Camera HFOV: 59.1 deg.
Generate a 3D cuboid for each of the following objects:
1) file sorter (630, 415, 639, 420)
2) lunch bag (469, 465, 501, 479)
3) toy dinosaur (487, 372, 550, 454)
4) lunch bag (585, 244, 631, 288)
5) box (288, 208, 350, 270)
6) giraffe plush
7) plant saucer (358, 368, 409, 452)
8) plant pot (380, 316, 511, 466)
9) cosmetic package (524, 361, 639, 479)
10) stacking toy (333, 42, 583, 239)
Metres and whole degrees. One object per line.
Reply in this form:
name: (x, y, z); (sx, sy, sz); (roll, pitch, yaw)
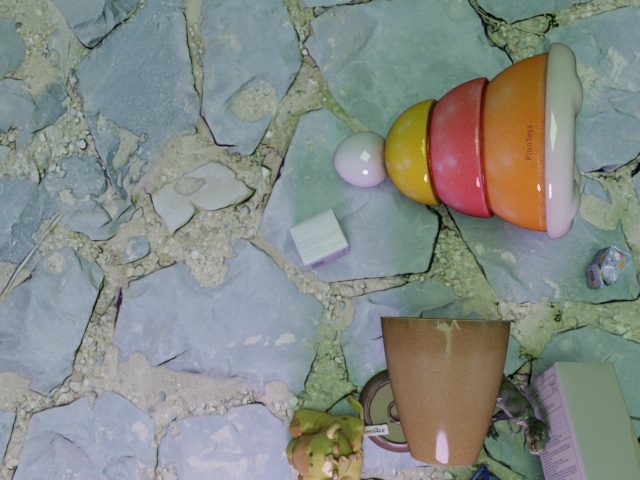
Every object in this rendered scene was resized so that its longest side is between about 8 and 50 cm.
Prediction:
file sorter: (0.679, 0.418, 0.973); (0.278, 0.193, 0.173); (10, 78, 5)
lunch bag: (0.294, 0.617, 1.041); (0.221, 0.138, 0.293); (42, 98, 8)
toy dinosaur: (0.339, 0.306, 1.086); (0.118, 0.064, 0.268); (-53, 40, 26)
lunch bag: (0.559, 0.056, 1.109); (0.053, 0.071, 0.083); (28, 87, 9)
box: (0.000, 0.000, 1.172); (0.102, 0.101, 0.087); (-25, 79, 1)
giraffe plush: (0.015, 0.401, 1.060); (0.210, 0.170, 0.181); (-28, 79, 13)
plant saucer: (0.158, 0.344, 1.139); (0.169, 0.029, 0.168); (-1, 82, 8)
plant pot: (0.225, 0.269, 1.039); (0.237, 0.237, 0.254); (2, 84, 7)
cosmetic package: (0.462, 0.381, 0.969); (0.113, 0.160, 0.309); (1, 59, -3)
stacking toy: (0.249, -0.181, 1.104); (0.480, 0.351, 0.350); (2, 81, 24)
